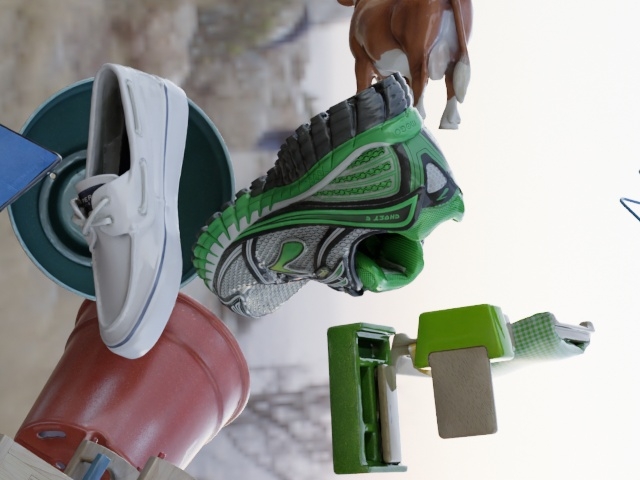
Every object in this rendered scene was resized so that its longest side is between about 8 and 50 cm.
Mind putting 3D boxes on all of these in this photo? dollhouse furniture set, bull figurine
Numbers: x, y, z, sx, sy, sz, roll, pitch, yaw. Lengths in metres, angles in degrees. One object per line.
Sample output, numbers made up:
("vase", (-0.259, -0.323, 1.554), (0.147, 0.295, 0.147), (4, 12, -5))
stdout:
("dollhouse furniture set", (-0.206, 0.197, 1.342), (0.129, 0.183, 0.129), (2, -122, 55))
("dollhouse furniture set", (0.161, 0.162, 1.823), (0.301, 0.197, 0.151), (13, 70, -62))
("bull figurine", (0.091, -0.214, 1.942), (0.310, 0.101, 0.189), (-173, -98, -76))

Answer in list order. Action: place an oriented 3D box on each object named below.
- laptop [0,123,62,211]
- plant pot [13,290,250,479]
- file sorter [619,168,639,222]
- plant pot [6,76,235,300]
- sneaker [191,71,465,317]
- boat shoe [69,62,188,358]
("laptop", (-0.557, -0.135, 1.765), (0.236, 0.382, 0.408), (-6, -60, 49))
("plant pot", (-0.270, 0.238, 2.336), (0.265, 0.272, 0.272), (-57, 153, -48))
("file sorter", (0.426, -0.074, 1.887), (0.170, 0.118, 0.104), (-59, -137, 20))
("plant pot", (-0.275, -0.055, 2.268), (0.196, 0.293, 0.293), (159, -72, -73))
("sneaker", (0.000, 0.000, 1.475), (0.146, 0.134, 0.343), (58, -32, 7))
("boat shoe", (-0.173, -0.028, 1.474), (0.095, 0.084, 0.258), (-25, -124, 41))
